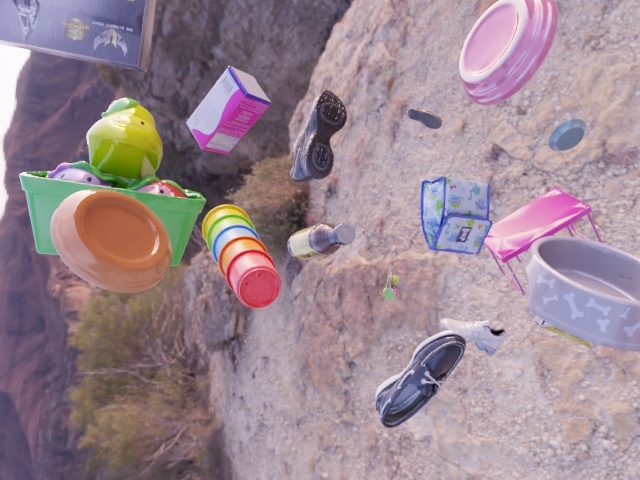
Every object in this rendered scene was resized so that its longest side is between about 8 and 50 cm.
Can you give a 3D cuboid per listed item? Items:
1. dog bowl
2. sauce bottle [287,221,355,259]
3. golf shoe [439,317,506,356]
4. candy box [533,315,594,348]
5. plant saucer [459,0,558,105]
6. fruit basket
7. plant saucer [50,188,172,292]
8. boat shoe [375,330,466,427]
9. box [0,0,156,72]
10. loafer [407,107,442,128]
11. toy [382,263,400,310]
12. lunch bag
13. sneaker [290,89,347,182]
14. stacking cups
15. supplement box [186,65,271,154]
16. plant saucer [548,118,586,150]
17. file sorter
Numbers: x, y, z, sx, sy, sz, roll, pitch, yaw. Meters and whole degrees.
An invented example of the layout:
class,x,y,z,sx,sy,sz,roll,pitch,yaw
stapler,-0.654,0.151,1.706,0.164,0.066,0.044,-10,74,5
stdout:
class,x,y,z,sx,sy,sz,roll,pitch,yaw
dog bowl,0.620,0.100,1.122,0.349,0.348,0.102,-127,40,-55
sauce bottle,0.000,0.000,1.661,0.344,0.111,0.112,164,110,-63
golf shoe,0.392,0.226,1.272,0.069,0.176,0.086,-90,26,-59
candy box,0.735,0.165,1.402,0.071,0.159,0.234,-42,-26,-80
plant saucer,0.513,-0.557,1.416,0.332,0.084,0.333,-44,36,46
fruit basket,-0.453,-0.149,1.135,0.283,0.391,0.393,-152,71,-69
plant saucer,-0.332,-0.008,0.815,0.037,0.199,0.200,-39,47,31
boat shoe,0.248,0.343,1.199,0.303,0.114,0.091,-56,17,26
box,-0.350,-0.350,0.686,0.056,0.230,0.183,-123,43,-80
loafer,0.385,-0.449,1.792,0.148,0.050,0.056,38,139,33
toy,0.284,0.185,1.962,0.237,0.056,0.137,-36,-45,-73
lunch bag,0.280,-0.049,1.027,0.096,0.128,0.152,177,97,-65
sneaker,-0.019,-0.281,1.328,0.130,0.109,0.287,-16,49,50
stacking cups,-0.127,0.026,0.811,0.316,0.095,0.096,-137,58,-62
supplement box,-0.266,-0.367,1.423,0.220,0.113,0.111,-42,68,25
plant saucer,0.763,-0.317,1.521,0.119,0.119,0.021,-59,32,39
file sorter,0.697,0.008,1.566,0.290,0.182,0.202,-32,20,9
